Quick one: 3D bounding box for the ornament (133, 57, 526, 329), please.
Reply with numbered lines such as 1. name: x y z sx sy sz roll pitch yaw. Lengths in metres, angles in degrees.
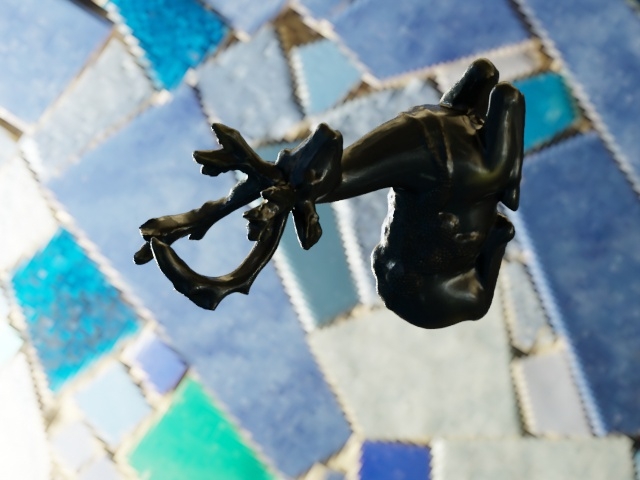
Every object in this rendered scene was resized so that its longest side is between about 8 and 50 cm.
1. ornament: 0.000 0.000 1.048 0.080 0.236 0.202 52 149 38
